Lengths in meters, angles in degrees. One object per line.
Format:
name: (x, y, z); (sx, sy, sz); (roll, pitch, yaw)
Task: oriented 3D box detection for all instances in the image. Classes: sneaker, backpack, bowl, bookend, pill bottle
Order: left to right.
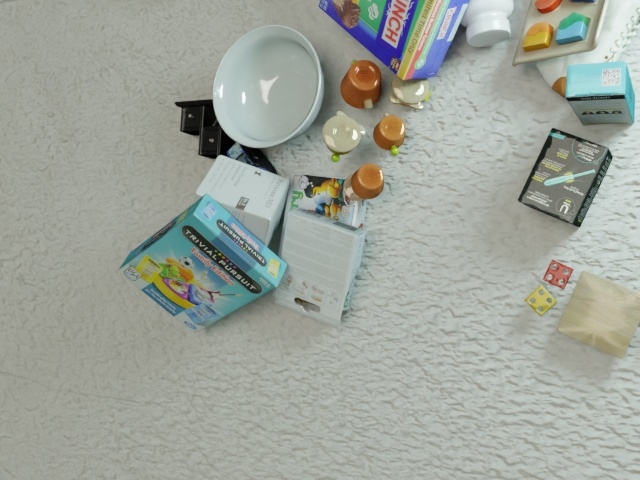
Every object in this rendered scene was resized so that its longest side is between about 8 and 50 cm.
bookend: (-0.301, -0.282, 1.884); (0.157, 0.072, 0.156); (3, 87, 28)
backpack: (-0.181, -0.189, 1.798); (0.084, 0.105, 0.114); (-42, 64, 17)
bowl: (-0.103, -0.358, 1.756); (0.298, 0.134, 0.298); (-2, 85, 27)
pill bottle: (0.346, -0.534, 1.550); (0.121, 0.121, 0.216); (-10, 81, 26)
sneaker: (0.580, -0.391, 1.430); (0.290, 0.106, 0.123); (-39, 63, 31)

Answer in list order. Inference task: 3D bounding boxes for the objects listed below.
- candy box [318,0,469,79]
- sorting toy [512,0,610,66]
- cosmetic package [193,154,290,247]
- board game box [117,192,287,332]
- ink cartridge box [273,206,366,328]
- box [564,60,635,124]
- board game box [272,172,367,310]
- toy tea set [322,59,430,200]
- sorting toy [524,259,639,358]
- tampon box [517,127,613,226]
candy box: (0.162, -0.546, 1.569); (0.317, 0.122, 0.268); (48, 137, 27)
sorting toy: (0.482, -0.452, 1.446); (0.208, 0.038, 0.193); (0, 67, 55)
cosmetic package: (-0.188, -0.076, 1.706); (0.183, 0.151, 0.151); (19, 137, 3)
board game box: (-0.285, 0.066, 1.711); (0.254, 0.079, 0.336); (42, 132, -19)
ink cartridge box: (-0.005, 0.060, 1.669); (0.189, 0.066, 0.232); (20, 116, 26)
box: (0.531, -0.272, 1.364); (0.100, 0.244, 0.060); (3, 87, 27)
board game box: (0.000, 0.000, 1.718); (0.193, 0.053, 0.305); (8, 90, 28)
toy tea set: (0.107, -0.253, 1.647); (0.200, 0.124, 0.336); (23, 78, 1)
sorting toy: (0.550, 0.141, 1.431); (0.274, 0.046, 0.132); (24, 97, 26)
tampon box: (0.492, -0.124, 1.452); (0.120, 0.101, 0.161); (28, 99, 27)
